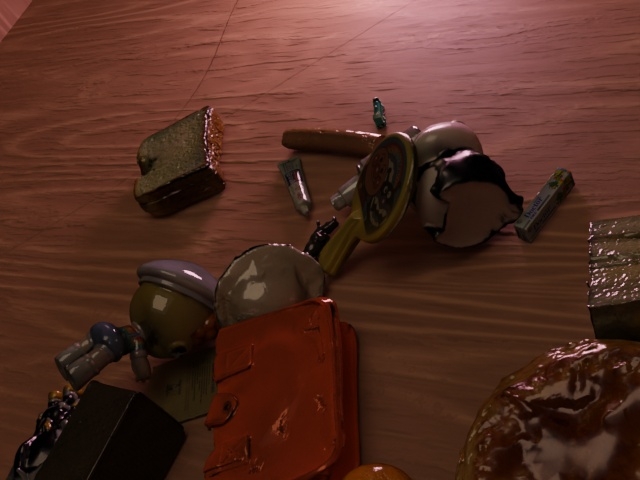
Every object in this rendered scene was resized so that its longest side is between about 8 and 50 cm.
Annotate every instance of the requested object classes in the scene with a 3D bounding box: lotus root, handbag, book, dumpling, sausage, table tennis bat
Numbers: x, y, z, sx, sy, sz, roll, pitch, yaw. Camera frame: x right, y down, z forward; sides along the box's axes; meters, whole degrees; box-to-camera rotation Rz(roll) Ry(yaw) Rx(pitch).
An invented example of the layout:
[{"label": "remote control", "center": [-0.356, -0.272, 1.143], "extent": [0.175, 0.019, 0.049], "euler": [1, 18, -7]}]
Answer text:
[{"label": "lotus root", "center": [0.589, 0.066, 1.593], "extent": [0.260, 0.149, 0.267], "euler": [-9, 30, 21]}, {"label": "handbag", "center": [-0.077, 0.316, 1.816], "extent": [0.303, 0.116, 0.410], "euler": [-19, 44, 19]}, {"label": "book", "center": [-0.284, 0.312, 2.031], "extent": [0.192, 0.013, 0.168], "euler": [-19, 44, 17]}, {"label": "dumpling", "center": [-0.116, 0.094, 2.010], "extent": [0.247, 0.172, 0.142], "euler": [-23, 14, -8]}, {"label": "sausage", "center": [0.028, -0.238, 2.299], "extent": [0.301, 0.066, 0.066], "euler": [12, 59, 37]}, {"label": "table tennis bat", "center": [0.093, -0.063, 1.950], "extent": [0.369, 0.054, 0.224], "euler": [-55, 30, 36]}]

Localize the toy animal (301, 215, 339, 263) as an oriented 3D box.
[{"label": "toy animal", "center": [0.000, 0.000, 2.107], "extent": [0.065, 0.047, 0.136], "euler": [4, 60, 46]}]

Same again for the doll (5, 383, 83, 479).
[{"label": "doll", "center": [-0.594, 0.445, 2.047], "extent": [0.145, 0.103, 0.316], "euler": [-4, 40, 10]}]

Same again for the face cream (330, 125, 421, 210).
[{"label": "face cream", "center": [0.131, -0.147, 2.115], "extent": [0.251, 0.101, 0.101], "euler": [-33, 42, 3]}]

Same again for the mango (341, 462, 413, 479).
[{"label": "mango", "center": [0.111, 0.489, 1.533], "extent": [0.177, 0.120, 0.295], "euler": [-23, 44, 3]}]

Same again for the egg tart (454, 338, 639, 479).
[{"label": "egg tart", "center": [0.416, 0.349, 1.416], "extent": [0.443, 0.178, 0.443], "euler": [-20, 42, 19]}]

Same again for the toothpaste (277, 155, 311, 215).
[{"label": "toothpaste", "center": [-0.057, -0.130, 2.274], "extent": [0.060, 0.038, 0.233], "euler": [-26, 39, 6]}]

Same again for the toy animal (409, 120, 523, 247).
[{"label": "toy animal", "center": [0.255, -0.121, 1.927], "extent": [0.212, 0.212, 0.267], "euler": [-34, 42, 1]}]

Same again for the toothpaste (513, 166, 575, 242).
[{"label": "toothpaste", "center": [0.442, -0.071, 1.883], "extent": [0.034, 0.046, 0.164], "euler": [26, 69, 41]}]

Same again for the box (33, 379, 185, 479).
[{"label": "box", "center": [-0.416, 0.438, 1.873], "extent": [0.143, 0.184, 0.273], "euler": [6, 59, 37]}]

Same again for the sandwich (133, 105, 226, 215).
[{"label": "sandwich", "center": [-0.371, -0.199, 2.499], "extent": [0.249, 0.095, 0.273], "euler": [-22, 42, 14]}]

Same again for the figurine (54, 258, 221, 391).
[{"label": "figurine", "center": [-0.364, 0.178, 1.999], "extent": [0.224, 0.205, 0.382], "euler": [16, 42, 34]}]

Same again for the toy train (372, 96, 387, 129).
[{"label": "toy train", "center": [0.139, -0.307, 2.300], "extent": [0.029, 0.045, 0.092], "euler": [-18, 47, 16]}]
